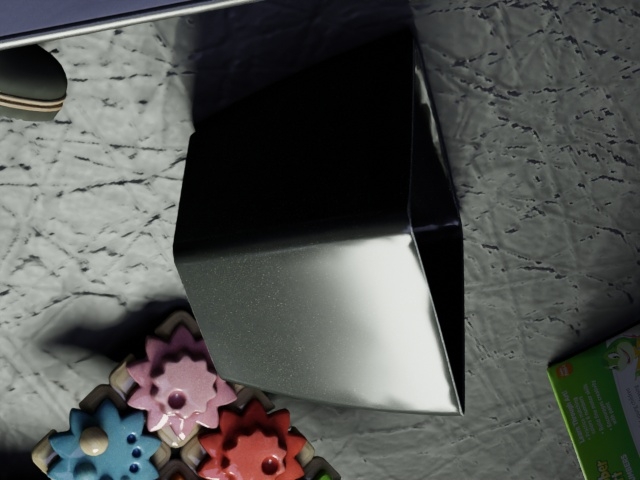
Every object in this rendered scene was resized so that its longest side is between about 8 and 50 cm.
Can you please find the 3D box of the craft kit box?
[{"bbox_3d":[0.315,0.143,1.401,0.246,0.250,0.061,-25,132,11],"label":"craft kit box"}]

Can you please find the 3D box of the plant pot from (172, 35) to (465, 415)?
[{"bbox_3d":[0.000,0.000,1.267,0.167,0.187,0.188,-7,133,10],"label":"plant pot"}]

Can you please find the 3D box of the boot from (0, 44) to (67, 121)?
[{"bbox_3d":[-0.211,-0.166,1.145,0.198,0.077,0.137,28,115,-32],"label":"boot"}]

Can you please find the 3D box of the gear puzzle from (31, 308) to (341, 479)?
[{"bbox_3d":[-0.052,0.226,1.417,0.175,0.044,0.339,-44,106,-6],"label":"gear puzzle"}]

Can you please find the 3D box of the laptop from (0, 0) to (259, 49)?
[{"bbox_3d":[-0.080,-0.341,0.914,0.382,0.408,0.236,-11,165,-3],"label":"laptop"}]
